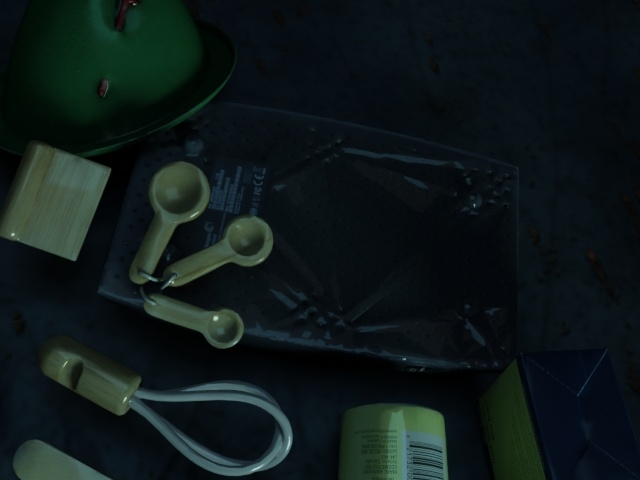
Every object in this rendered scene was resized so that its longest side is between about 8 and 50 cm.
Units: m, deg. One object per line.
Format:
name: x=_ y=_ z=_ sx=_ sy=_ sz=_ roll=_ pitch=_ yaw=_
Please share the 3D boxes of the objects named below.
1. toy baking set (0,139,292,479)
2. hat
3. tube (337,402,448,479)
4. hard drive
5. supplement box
toy baking set: x=-0.118 y=0.064 z=0.493 sx=0.196 sy=0.030 sz=0.256 roll=-6 pitch=81 yaw=-1
hat: x=-0.147 y=-0.181 z=0.555 sx=0.172 sy=0.184 sz=0.208 roll=22 pitch=49 yaw=30
tube: x=0.038 y=0.209 z=0.466 sx=0.070 sy=0.062 sz=0.240 roll=-16 pitch=59 yaw=30
hard drive: x=0.000 y=0.000 z=0.580 sx=0.254 sy=0.054 sz=0.172 roll=11 pitch=58 yaw=-4
supplement box: x=0.137 y=0.118 z=0.520 sx=0.056 sy=0.083 sz=0.083 roll=-1 pitch=59 yaw=-12
